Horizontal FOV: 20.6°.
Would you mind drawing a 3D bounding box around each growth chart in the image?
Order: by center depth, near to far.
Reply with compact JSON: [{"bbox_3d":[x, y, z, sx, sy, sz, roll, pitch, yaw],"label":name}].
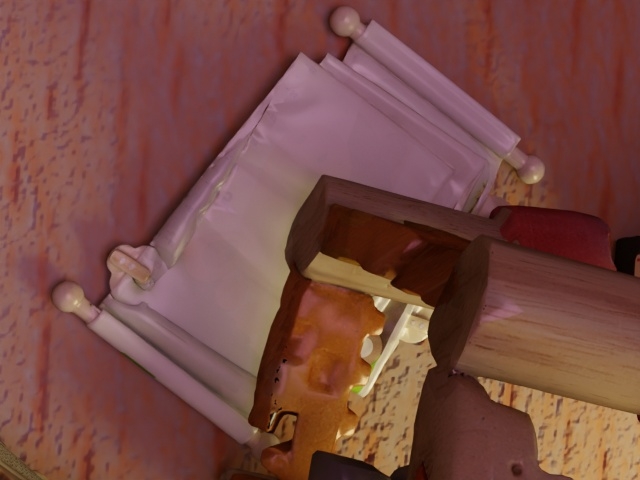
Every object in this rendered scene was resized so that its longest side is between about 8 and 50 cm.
[{"bbox_3d":[0.000,0.000,0.920,0.172,0.021,0.237,45,80,-19],"label":"growth chart"}]

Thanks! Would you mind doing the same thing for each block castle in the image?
[{"bbox_3d":[0.070,0.208,0.809,0.212,0.303,0.453,15,93,-18],"label":"block castle"}]

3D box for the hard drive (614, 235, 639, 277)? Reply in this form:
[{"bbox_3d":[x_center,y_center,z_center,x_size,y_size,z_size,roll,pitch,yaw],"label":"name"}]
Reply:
[{"bbox_3d":[0.352,0.039,0.918,0.338,0.237,0.064,5,86,-15],"label":"hard drive"}]

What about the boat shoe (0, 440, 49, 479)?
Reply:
[{"bbox_3d":[-0.201,0.110,0.814,0.302,0.098,0.109,39,77,-24],"label":"boat shoe"}]
